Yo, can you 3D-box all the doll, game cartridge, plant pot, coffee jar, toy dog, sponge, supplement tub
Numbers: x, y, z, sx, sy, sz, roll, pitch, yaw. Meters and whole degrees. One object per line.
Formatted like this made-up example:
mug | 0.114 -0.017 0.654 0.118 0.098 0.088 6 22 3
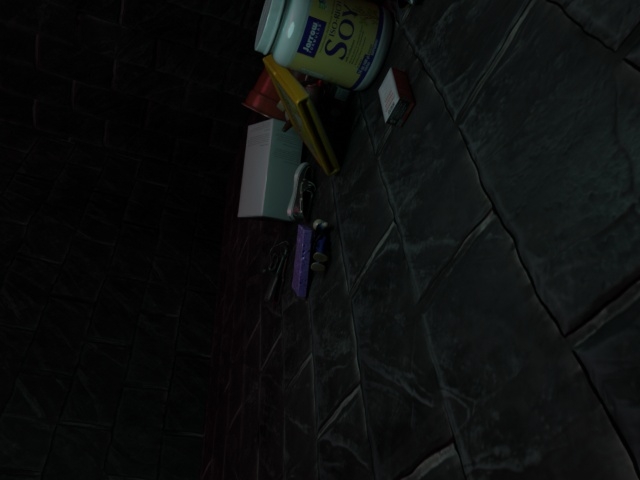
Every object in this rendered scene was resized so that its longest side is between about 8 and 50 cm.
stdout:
doll | 0.000 0.000 1.504 0.189 0.046 0.129 -90 11 -52
game cartridge | -0.062 -0.381 1.557 0.323 0.053 0.285 56 176 44
plant pot | -0.137 -0.610 2.067 0.265 0.273 0.272 -64 20 12
coffee jar | 0.039 -0.416 1.635 0.096 0.079 0.184 -112 39 -49
toy dog | -0.047 -0.483 1.791 0.161 0.220 0.333 -62 -4 -35
sponge | -0.057 0.061 1.602 0.117 0.031 0.210 -136 52 -75
supplement tub | 0.005 -0.575 1.436 0.241 0.332 0.240 -167 90 -73

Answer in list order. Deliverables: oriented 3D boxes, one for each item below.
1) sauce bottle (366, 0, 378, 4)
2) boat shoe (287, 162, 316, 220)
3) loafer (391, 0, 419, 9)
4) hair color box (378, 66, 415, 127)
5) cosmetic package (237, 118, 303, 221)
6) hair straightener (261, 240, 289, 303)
sauce bottle | 0.165 -0.779 1.459 0.344 0.112 0.111 139 141 -63
boat shoe | -0.050 -0.167 1.758 0.070 0.078 0.219 -3 67 36
loafer | 0.206 -0.614 1.301 0.170 0.062 0.061 -128 48 -70
hair color box | 0.176 -0.336 1.212 0.141 0.043 0.072 -92 23 -43
cosmetic package | -0.192 -0.258 1.974 0.197 0.155 0.365 5 88 52
hair straightener | -0.163 0.111 1.863 0.047 0.089 0.230 16 90 55
